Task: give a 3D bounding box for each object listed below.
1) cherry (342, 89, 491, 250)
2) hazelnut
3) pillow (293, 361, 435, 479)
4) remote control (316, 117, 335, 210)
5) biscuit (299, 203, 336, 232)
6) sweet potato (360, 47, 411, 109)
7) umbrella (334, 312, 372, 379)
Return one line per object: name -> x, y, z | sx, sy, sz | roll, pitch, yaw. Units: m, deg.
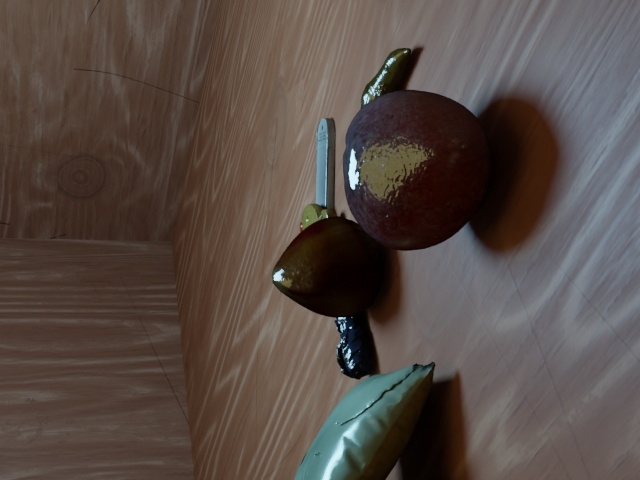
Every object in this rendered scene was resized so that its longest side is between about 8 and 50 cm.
cherry -> 0.149, -0.104, 1.406 | 0.239, 0.206, 0.239 | -9, 75, 37
hazelnut -> 0.008, 0.054, 1.823 | 0.208, 0.208, 0.208 | -179, 90, -73
pillow -> 0.060, 0.337, 1.613 | 0.312, 0.119, 0.310 | -56, 0, -14
remote control -> 0.010, -0.145, 2.142 | 0.077, 0.022, 0.245 | 177, 94, -71
biscuit -> 0.000, 0.000, 2.091 | 0.225, 0.036, 0.166 | -128, 36, -54
sweet potato -> 0.107, -0.258, 1.765 | 0.274, 0.067, 0.067 | 116, 151, -50
umbrella -> 0.053, 0.154, 1.906 | 0.071, 0.071, 0.248 | 114, 154, -52
